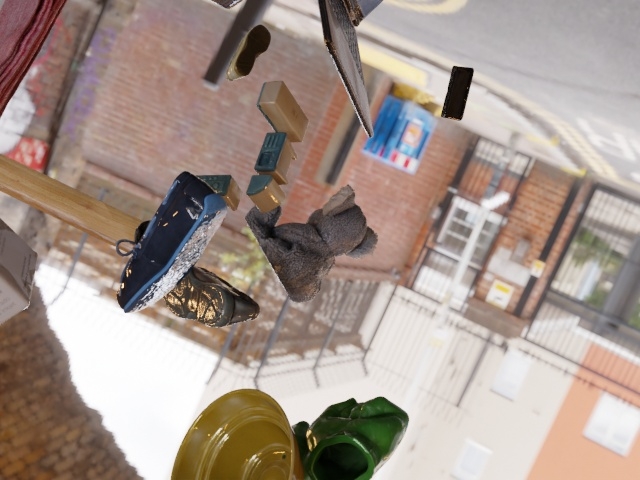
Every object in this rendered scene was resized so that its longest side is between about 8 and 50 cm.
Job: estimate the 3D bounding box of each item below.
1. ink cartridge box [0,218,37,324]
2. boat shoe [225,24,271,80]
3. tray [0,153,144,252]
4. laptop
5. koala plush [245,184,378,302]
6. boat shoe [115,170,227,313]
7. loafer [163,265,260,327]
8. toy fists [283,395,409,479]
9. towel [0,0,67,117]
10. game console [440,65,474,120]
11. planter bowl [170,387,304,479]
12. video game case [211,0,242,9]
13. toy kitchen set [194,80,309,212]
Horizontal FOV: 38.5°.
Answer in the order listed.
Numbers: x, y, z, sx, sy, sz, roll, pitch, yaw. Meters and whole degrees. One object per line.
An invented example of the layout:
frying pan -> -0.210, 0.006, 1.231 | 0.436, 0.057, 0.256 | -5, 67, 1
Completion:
ink cartridge box -> -0.535, 0.005, 1.110 | 0.307, 0.223, 0.129 | 53, -170, -31
boat shoe -> -0.153, -0.396, 1.932 | 0.048, 0.153, 0.056 | -17, 132, 45
tray -> -0.519, -0.068, 1.935 | 0.411, 0.076, 0.203 | 24, 175, 12
laptop -> 0.131, -0.467, 1.678 | 0.237, 0.407, 0.382 | -12, 160, 11
koala plush -> 0.000, 0.000, 1.819 | 0.196, 0.221, 0.203 | 64, 175, -36
boat shoe -> -0.221, 0.002, 1.316 | 0.089, 0.258, 0.109 | 50, -151, 14
loafer -> -0.203, 0.102, 1.641 | 0.084, 0.096, 0.267 | 9, -173, -34
toy fists -> -0.002, 0.297, 1.280 | 0.096, 0.279, 0.142 | 59, -149, 3
towel -> -0.426, -0.201, 0.936 | 0.329, 0.237, 0.037 | 2, 145, 21
game console -> 0.328, -0.336, 2.115 | 0.071, 0.122, 0.107 | 18, -170, 29
planter bowl -> -0.087, 0.306, 1.170 | 0.090, 0.217, 0.217 | 31, 180, -41
video game case -> -0.136, -0.474, 1.346 | 0.329, 0.036, 0.300 | -20, 156, 39
toy kitchen set -> -0.141, -0.169, 1.667 | 0.166, 0.207, 0.122 | 1, 150, 27
